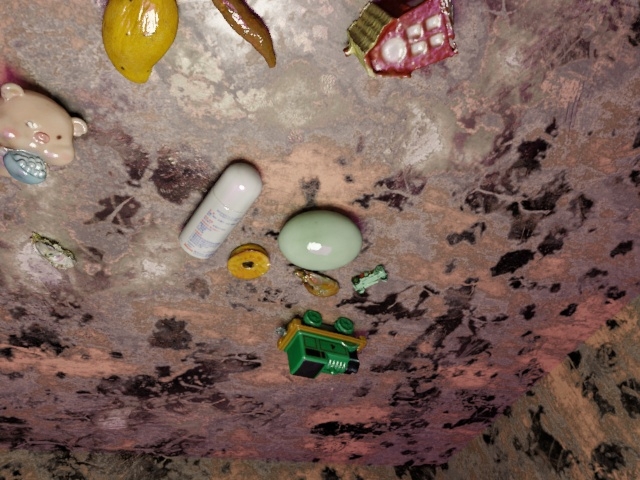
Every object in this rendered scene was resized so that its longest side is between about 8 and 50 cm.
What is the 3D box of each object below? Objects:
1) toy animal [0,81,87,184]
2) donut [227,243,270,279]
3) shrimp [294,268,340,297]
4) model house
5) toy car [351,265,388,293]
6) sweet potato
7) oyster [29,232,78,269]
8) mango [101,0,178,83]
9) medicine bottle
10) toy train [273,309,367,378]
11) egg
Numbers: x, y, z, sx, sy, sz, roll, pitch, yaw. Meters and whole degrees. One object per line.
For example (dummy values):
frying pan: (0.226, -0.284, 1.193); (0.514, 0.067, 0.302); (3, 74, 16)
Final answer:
toy animal: (-0.759, -0.261, 1.122); (0.221, 0.229, 0.210); (9, 174, 32)
donut: (-0.256, 0.074, 1.563); (0.152, 0.058, 0.151); (-5, 130, -6)
shrimp: (-0.019, 0.171, 1.694); (0.217, 0.051, 0.115); (30, 120, -33)
model house: (0.185, -0.504, 1.085); (0.254, 0.196, 0.160); (-25, 131, 11)
toy car: (0.191, 0.148, 1.711); (0.143, 0.054, 0.073); (-28, 130, 7)
sweet potato: (-0.204, -0.546, 1.058); (0.066, 0.072, 0.314); (-26, 133, 29)
oyster: (-0.865, 0.038, 1.423); (0.109, 0.053, 0.165); (-2, 143, 26)
mango: (-0.429, -0.493, 1.034); (0.157, 0.108, 0.262); (17, 125, -25)
medicine bottle: (-0.307, -0.097, 1.366); (0.130, 0.130, 0.341); (27, 120, -28)
toy train: (0.012, 0.443, 1.790); (0.430, 0.249, 0.178); (19, 123, -23)
egg: (0.000, 0.000, 1.456); (0.283, 0.202, 0.202); (-1, 129, -4)
